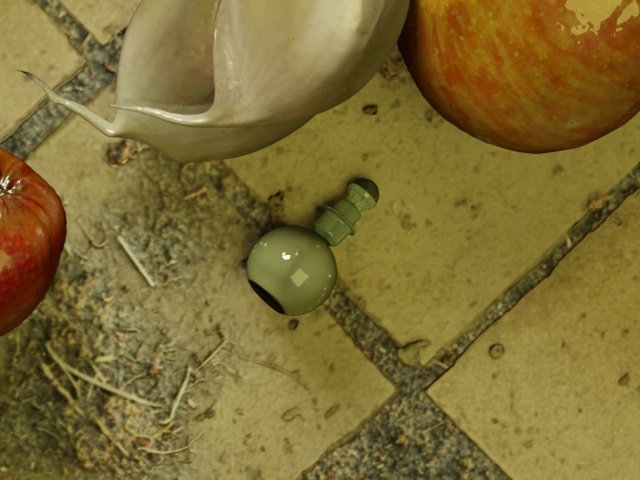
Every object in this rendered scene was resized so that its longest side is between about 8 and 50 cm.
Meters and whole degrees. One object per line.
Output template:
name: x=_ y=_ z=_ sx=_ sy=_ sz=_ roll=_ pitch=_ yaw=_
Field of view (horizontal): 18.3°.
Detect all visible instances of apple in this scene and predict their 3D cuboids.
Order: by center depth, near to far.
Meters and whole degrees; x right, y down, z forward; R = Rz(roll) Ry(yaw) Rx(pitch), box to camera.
apple: x=0.207 y=-0.238 z=1.847 sx=0.250 sy=0.277 sz=0.309 roll=24 pitch=89 yaw=-21

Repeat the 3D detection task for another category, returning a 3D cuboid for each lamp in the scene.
lamp: x=0.000 y=0.000 z=1.984 sx=0.163 sy=0.091 sz=0.091 roll=-46 pitch=118 yaw=-15

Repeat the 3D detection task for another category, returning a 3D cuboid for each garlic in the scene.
garlic: x=-0.059 y=-0.192 z=1.803 sx=0.246 sy=0.231 sz=0.340 roll=40 pitch=88 yaw=-29

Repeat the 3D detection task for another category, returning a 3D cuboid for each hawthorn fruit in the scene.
hawthorn fruit: x=-0.329 y=0.018 z=1.830 sx=0.179 sy=0.179 sz=0.200 roll=10 pitch=123 yaw=-21
